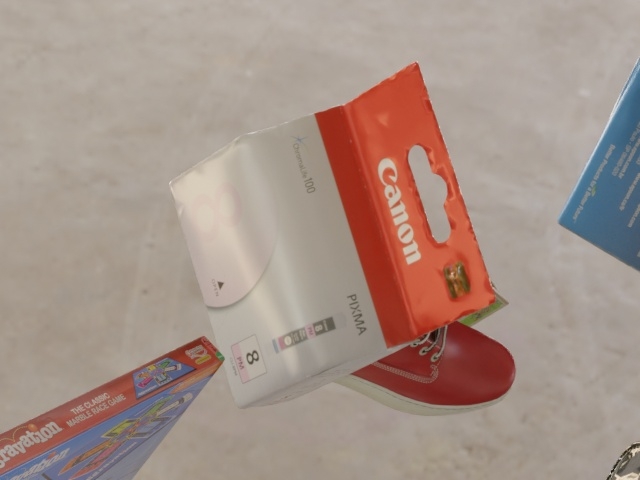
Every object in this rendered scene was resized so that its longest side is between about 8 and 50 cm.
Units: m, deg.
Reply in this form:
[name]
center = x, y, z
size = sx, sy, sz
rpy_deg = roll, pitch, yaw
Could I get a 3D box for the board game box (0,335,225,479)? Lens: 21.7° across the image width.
[board game box]
center = -0.180, 0.153, 1.082
size = 0.027, 0.145, 0.281
rpy_deg = 46, 30, 12

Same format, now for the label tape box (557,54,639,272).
[label tape box]
center = 0.447, -0.045, 1.674
size = 0.348, 0.249, 0.115
rpy_deg = 31, 35, 11

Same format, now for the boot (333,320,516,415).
[boot]
center = 0.089, 0.074, 1.427
size = 0.244, 0.176, 0.088
rpy_deg = 15, 60, -22

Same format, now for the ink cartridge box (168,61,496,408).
[ink cartridge box]
center = 0.000, 0.000, 1.214
size = 0.066, 0.232, 0.189
rpy_deg = -6, 74, -42

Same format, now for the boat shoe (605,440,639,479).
[boat shoe]
center = 0.250, 0.286, 1.514
size = 0.113, 0.127, 0.340
rpy_deg = 32, 45, -5

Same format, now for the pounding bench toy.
[pounding bench toy]
center = 0.125, 0.035, 1.530
size = 0.065, 0.052, 0.083
rpy_deg = 63, 13, 24
